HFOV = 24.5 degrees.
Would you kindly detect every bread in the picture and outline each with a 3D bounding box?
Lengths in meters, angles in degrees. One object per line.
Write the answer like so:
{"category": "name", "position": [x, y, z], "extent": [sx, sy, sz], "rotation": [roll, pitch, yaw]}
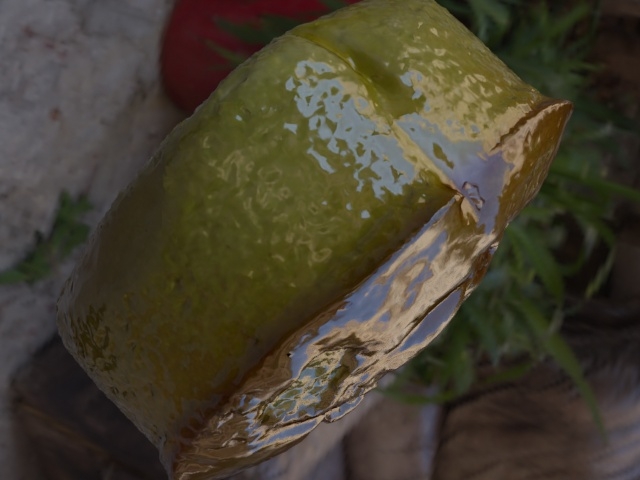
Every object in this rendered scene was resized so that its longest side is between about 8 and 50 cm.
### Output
{"category": "bread", "position": [0.000, 0.000, 0.727], "extent": [0.270, 0.148, 0.270], "rotation": [-43, 174, -5]}
